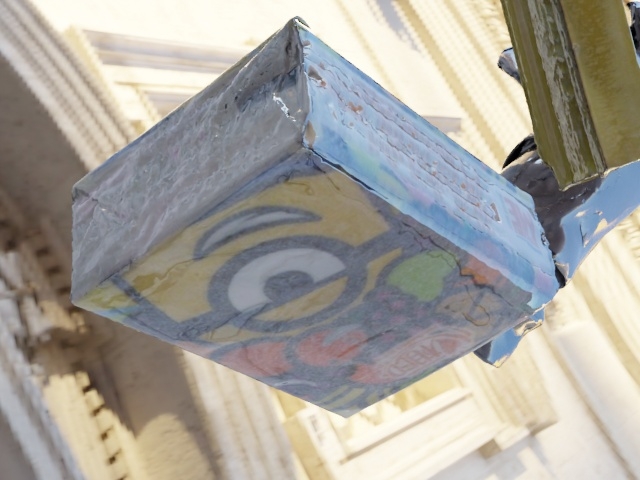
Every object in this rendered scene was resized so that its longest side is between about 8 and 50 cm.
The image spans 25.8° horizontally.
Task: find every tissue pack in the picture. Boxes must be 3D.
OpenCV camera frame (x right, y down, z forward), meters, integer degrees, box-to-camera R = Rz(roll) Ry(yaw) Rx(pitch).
[{"bbox_3d":[0.000,0.000,0.494,0.108,0.148,0.060,-33,-130,27],"label":"tissue pack"}]

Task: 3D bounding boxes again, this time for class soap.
[{"bbox_3d":[0.112,-0.152,0.717,0.037,0.092,0.252,-16,-90,-8],"label":"soap"}]

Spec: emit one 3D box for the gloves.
[{"bbox_3d":[0.154,-0.042,0.911,0.119,0.142,0.286,16,-111,24],"label":"gloves"}]
